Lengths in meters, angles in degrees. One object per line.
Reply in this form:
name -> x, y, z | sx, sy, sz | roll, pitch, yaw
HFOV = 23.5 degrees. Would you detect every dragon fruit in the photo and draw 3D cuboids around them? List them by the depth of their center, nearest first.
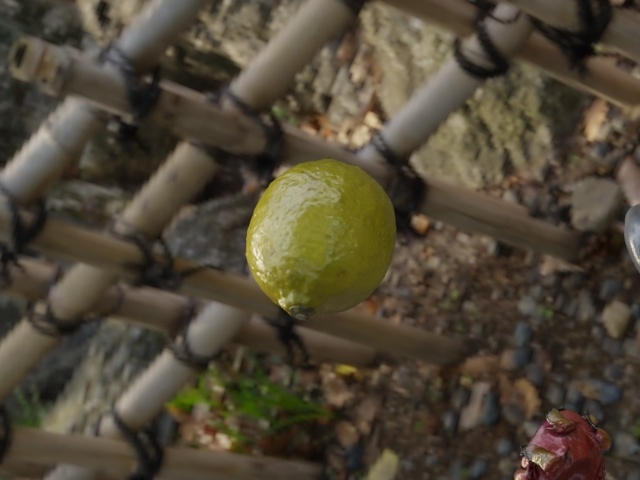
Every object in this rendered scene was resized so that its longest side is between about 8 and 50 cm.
dragon fruit -> 0.263, 0.238, 1.628 | 0.068, 0.126, 0.112 | 24, 101, 39

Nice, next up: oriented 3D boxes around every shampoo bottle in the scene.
shampoo bottle -> 0.282, 0.013, 1.285 | 0.040, 0.165, 0.080 | -31, 91, 15

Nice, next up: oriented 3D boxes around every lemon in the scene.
lemon -> 0.000, 0.000, 1.120 | 0.109, 0.109, 0.133 | -16, 50, 46
